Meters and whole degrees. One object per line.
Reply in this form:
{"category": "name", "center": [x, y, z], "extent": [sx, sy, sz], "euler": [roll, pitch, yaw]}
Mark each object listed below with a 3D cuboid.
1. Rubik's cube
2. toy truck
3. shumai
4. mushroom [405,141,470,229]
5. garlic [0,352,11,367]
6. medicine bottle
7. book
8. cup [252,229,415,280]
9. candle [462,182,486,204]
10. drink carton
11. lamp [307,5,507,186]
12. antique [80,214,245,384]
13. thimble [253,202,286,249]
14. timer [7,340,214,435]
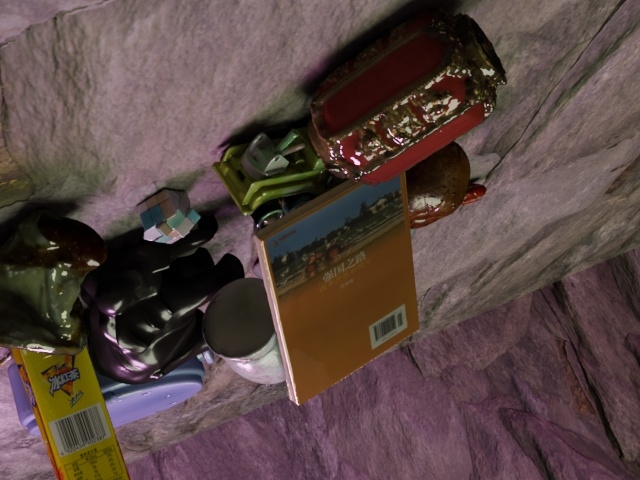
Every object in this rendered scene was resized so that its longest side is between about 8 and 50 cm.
{"category": "Rubik's cube", "center": [-0.227, -0.032, 1.618], "extent": [0.084, 0.073, 0.075], "euler": [-4, 155, -47]}
{"category": "toy truck", "center": [-0.015, -0.118, 1.574], "extent": [0.259, 0.128, 0.135], "euler": [-10, 146, -40]}
{"category": "shumai", "center": [-0.429, 0.050, 1.536], "extent": [0.271, 0.204, 0.222], "euler": [7, 180, 31]}
{"category": "mushroom", "center": [0.159, -0.088, 1.884], "extent": [0.194, 0.138, 0.231], "euler": [-15, 162, -30]}
{"category": "garlic", "center": [-0.613, 0.217, 1.755], "extent": [0.142, 0.178, 0.230], "euler": [12, 129, 9]}
{"category": "medicine bottle", "center": [-0.103, 0.148, 1.732], "extent": [0.147, 0.147, 0.143], "euler": [-27, 145, 9]}
{"category": "book", "center": [0.039, 0.071, 1.660], "extent": [0.262, 0.028, 0.374], "euler": [-29, 134, -21]}
{"category": "cup", "center": [0.046, 0.092, 2.163], "extent": [0.347, 0.163, 0.347], "euler": [-14, 169, -3]}
{"category": "candle", "center": [0.207, -0.069, 2.193], "extent": [0.329, 0.048, 0.051], "euler": [-15, -171, -29]}
{"category": "drink carton", "center": [-0.432, 0.297, 1.826], "extent": [0.111, 0.352, 0.154], "euler": [-21, -166, -22]}
{"category": "lamp", "center": [0.111, -0.192, 1.432], "extent": [0.274, 0.177, 0.177], "euler": [-32, 163, 25]}
{"category": "antique", "center": [-0.278, 0.118, 1.796], "extent": [0.255, 0.185, 0.322], "euler": [-13, 136, -30]}
{"category": "thimble", "center": [0.000, 0.000, 1.776], "extent": [0.150, 0.237, 0.237], "euler": [-33, 162, 30]}
{"category": "timer", "center": [-0.398, 0.254, 2.101], "extent": [0.394, 0.173, 0.395], "euler": [-18, 165, -5]}
